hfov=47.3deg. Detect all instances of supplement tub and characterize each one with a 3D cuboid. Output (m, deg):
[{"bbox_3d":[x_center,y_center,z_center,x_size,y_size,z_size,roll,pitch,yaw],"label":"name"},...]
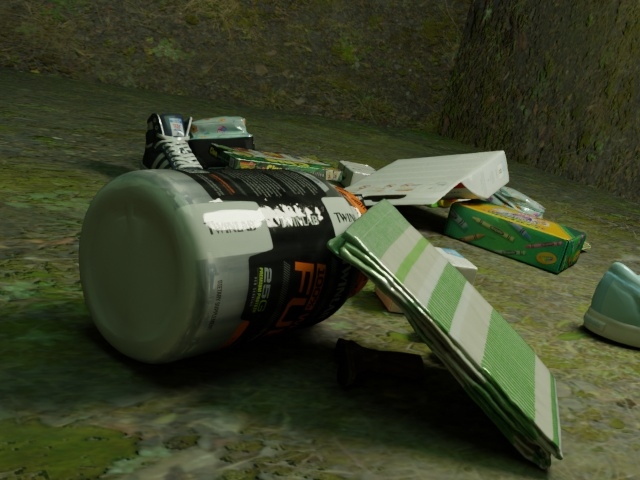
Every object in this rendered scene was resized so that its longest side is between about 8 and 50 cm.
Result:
[{"bbox_3d":[-0.092,0.017,0.873,0.207,0.207,0.338,24,19,35],"label":"supplement tub"}]

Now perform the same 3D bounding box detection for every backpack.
[{"bbox_3d":[0.480,-0.072,1.854,0.152,0.115,0.182,9,18,-24],"label":"backpack"},{"bbox_3d":[-0.235,-0.213,1.691,0.166,0.144,0.188,-8,0,-8],"label":"backpack"}]

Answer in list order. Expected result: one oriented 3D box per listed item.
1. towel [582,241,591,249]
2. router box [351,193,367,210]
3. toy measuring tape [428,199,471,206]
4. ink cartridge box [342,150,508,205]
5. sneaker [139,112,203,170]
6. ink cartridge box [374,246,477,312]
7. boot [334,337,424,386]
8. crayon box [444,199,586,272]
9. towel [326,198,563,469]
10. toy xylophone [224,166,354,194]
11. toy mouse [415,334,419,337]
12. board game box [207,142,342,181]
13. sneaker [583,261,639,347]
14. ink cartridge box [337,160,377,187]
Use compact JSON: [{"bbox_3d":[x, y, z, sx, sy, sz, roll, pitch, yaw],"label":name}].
[{"bbox_3d":[0.608,-0.003,1.879,0.110,0.027,0.148,-3,23,-44],"label":"towel"},{"bbox_3d":[0.045,-0.041,1.413,0.038,0.092,0.122,-20,-8,39],"label":"router box"},{"bbox_3d":[0.370,-0.160,2.082,0.121,0.121,0.330,22,18,31],"label":"toy measuring tape"},{"bbox_3d":[0.229,-0.112,1.731,0.308,0.091,0.385,0,22,37],"label":"ink cartridge box"},{"bbox_3d":[-0.286,-0.172,1.494,0.099,0.153,0.282,0,20,-39],"label":"sneaker"},{"bbox_3d":[0.153,0.060,1.144,0.143,0.089,0.092,8,16,-15],"label":"ink cartridge box"},{"bbox_3d":[0.077,0.152,0.863,0.114,0.037,0.106,16,17,-7],"label":"boot"},{"bbox_3d":[0.447,-0.016,1.685,0.279,0.081,0.165,21,17,28],"label":"crayon box"},{"bbox_3d":[0.156,0.091,0.856,0.325,0.038,0.248,46,20,4],"label":"towel"},{"bbox_3d":[-0.069,-0.092,1.525,0.236,0.081,0.323,5,17,-26],"label":"toy xylophone"},{"bbox_3d":[0.195,0.133,1.029,0.161,0.031,0.143,11,15,-7],"label":"toy mouse"},{"bbox_3d":[-0.095,-0.165,1.561,0.260,0.030,0.136,3,20,-34],"label":"board game box"},{"bbox_3d":[0.635,0.113,1.244,0.366,0.150,0.135,8,17,-19],"label":"sneaker"},{"bbox_3d":[0.109,-0.171,2.010,0.099,0.056,0.135,8,16,-18],"label":"ink cartridge box"}]
